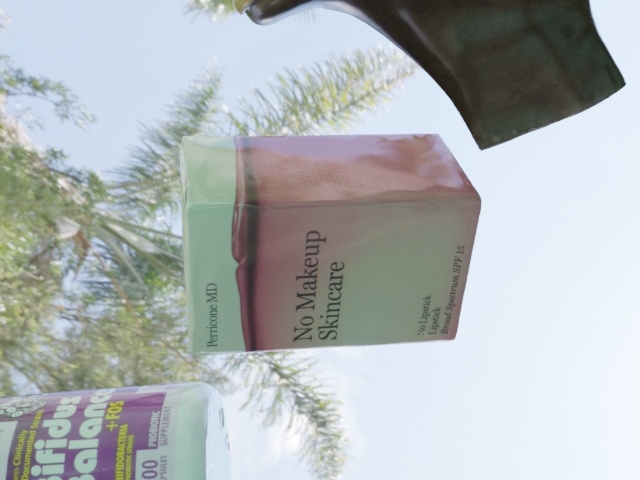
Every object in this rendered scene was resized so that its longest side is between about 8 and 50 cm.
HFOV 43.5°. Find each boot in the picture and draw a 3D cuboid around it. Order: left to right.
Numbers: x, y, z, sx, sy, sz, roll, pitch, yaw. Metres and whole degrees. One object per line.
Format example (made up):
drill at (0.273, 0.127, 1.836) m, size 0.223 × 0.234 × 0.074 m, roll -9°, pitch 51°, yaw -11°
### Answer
boot at (0.079, -0.153, 0.595) m, size 0.248 × 0.090 × 0.207 m, roll -20°, pitch -68°, yaw 20°

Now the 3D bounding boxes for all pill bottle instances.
pill bottle at (-0.242, 0.225, 0.742) m, size 0.301 × 0.169 × 0.169 m, roll -5°, pitch -108°, yaw 1°

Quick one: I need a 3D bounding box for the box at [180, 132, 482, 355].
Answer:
box at (0.000, 0.000, 0.683) m, size 0.232 × 0.149 × 0.127 m, roll -3°, pitch -147°, yaw -10°
